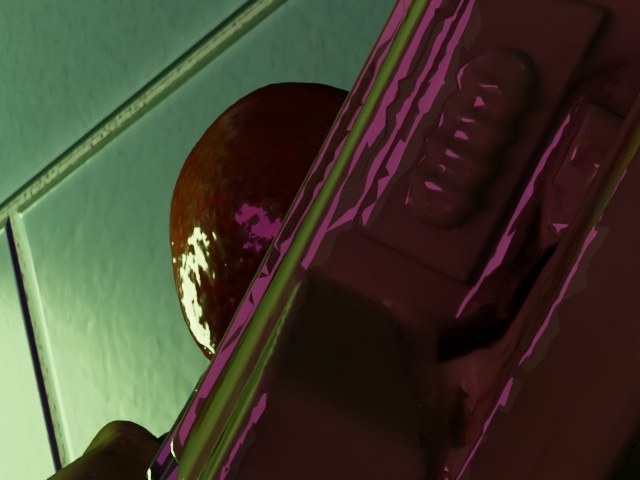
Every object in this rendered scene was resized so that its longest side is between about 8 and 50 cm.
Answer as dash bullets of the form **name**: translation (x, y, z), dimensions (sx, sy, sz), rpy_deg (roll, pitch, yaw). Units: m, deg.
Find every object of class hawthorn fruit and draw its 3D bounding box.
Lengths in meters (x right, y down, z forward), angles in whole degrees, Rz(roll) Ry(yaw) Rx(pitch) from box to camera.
- **hawthorn fruit**: translation (0.000, 0.000, 0.761), dimensions (0.133, 0.133, 0.138), rpy_deg (-60, 33, 25)

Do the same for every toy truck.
- **toy truck**: translation (0.023, 0.090, 0.574), dimensions (0.181, 0.254, 0.405), rpy_deg (31, 99, 3)

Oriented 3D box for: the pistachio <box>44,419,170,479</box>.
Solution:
- **pistachio**: translation (-0.090, 0.217, 0.813), dimensions (0.212, 0.163, 0.260), rpy_deg (-119, 44, -58)
